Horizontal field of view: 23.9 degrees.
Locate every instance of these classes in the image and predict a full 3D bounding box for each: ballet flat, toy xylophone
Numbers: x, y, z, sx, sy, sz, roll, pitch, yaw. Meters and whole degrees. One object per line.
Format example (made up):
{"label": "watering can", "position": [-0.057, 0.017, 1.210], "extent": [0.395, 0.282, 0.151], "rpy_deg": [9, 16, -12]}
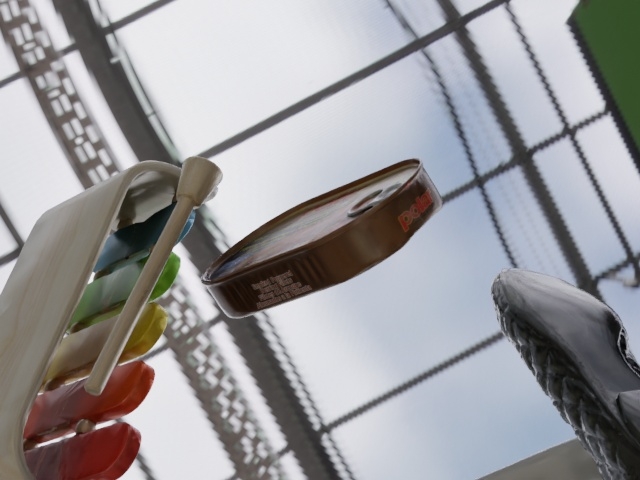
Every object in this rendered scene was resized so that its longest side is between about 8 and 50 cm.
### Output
{"label": "ballet flat", "position": [0.109, 0.061, 0.632], "extent": [0.057, 0.173, 0.049], "rpy_deg": [5, -63, -18]}
{"label": "toy xylophone", "position": [-0.158, 0.066, 1.046], "extent": [0.081, 0.322, 0.236], "rpy_deg": [39, -31, -27]}

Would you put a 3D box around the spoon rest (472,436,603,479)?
{"label": "spoon rest", "position": [0.165, 0.126, 0.765], "extent": [0.276, 0.084, 0.137], "rpy_deg": [-21, -78, 45]}

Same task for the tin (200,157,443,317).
{"label": "tin", "position": [0.000, 0.000, 0.976], "extent": [0.190, 0.106, 0.040], "rpy_deg": [-21, -70, 48]}

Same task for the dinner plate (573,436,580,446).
{"label": "dinner plate", "position": [0.210, 0.125, 0.841], "extent": [0.141, 0.017, 0.141], "rpy_deg": [0, -53, 0]}
